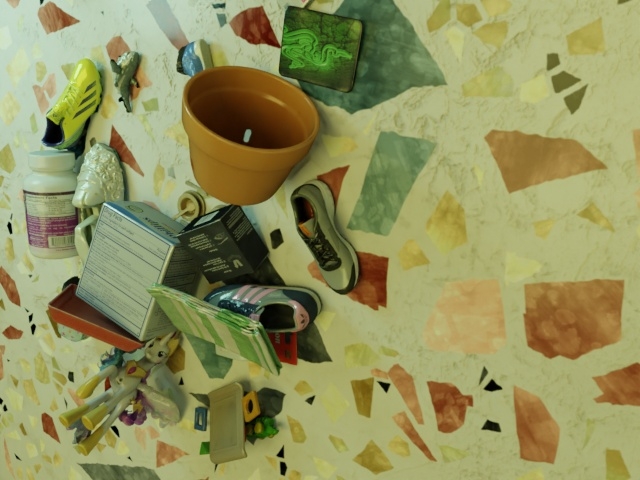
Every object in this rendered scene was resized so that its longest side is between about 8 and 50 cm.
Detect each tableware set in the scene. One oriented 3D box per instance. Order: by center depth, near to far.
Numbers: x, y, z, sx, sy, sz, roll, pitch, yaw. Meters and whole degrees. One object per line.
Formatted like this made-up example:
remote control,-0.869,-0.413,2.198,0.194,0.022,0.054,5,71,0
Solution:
tableware set,-0.303,-0.067,1.574,0.194,0.039,0.128,24,114,24

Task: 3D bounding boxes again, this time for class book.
book,-0.040,-0.555,1.286,0.144,0.035,0.096,-38,85,34

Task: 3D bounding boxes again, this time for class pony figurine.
pony figurine,-0.548,0.426,1.716,0.303,0.363,0.351,38,136,10

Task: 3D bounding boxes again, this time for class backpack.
backpack,-0.746,0.221,1.882,0.152,0.115,0.181,24,117,22

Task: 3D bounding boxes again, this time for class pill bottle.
pill bottle,-0.779,-0.109,1.780,0.169,0.169,0.301,11,108,29

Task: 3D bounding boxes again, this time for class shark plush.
shark plush,-0.515,-0.420,1.606,0.067,0.073,0.161,6,103,-1

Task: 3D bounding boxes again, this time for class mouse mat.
mouse mat,-0.004,-0.412,1.303,0.190,0.007,0.152,21,118,23

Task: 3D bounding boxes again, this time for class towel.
towel,-0.255,0.219,1.480,0.325,0.038,0.247,17,150,23

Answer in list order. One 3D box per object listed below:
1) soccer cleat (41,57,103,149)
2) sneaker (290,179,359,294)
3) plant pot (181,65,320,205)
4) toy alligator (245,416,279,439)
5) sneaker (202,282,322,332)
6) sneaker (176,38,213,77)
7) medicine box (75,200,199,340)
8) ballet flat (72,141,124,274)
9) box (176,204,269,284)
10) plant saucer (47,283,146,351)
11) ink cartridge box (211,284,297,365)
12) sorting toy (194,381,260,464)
soccer cleat,-0.698,-0.372,1.688,0.093,0.121,0.289,42,120,16
sneaker,0.000,0.000,1.365,0.100,0.108,0.271,-21,93,32
plant pot,-0.166,-0.214,1.324,0.291,0.291,0.203,39,136,17
toy alligator,-0.179,0.511,1.650,0.190,0.056,0.051,-23,46,40
sneaker,-0.165,0.170,1.461,0.319,0.131,0.112,-6,104,19
sneaker,-0.305,-0.404,1.472,0.085,0.058,0.152,-9,94,27
medicine box,-0.483,0.076,1.633,0.264,0.149,0.289,28,105,23
ballet flat,-0.637,-0.070,1.727,0.147,0.147,0.408,10,107,29
box,-0.240,0.009,1.497,0.156,0.093,0.158,-16,114,34
plant saucer,-0.595,0.215,1.650,0.259,0.259,0.047,26,92,-12
ink cartridge box,-0.174,0.224,1.565,0.233,0.066,0.188,9,107,34
sorting toy,-0.245,0.499,1.651,0.348,0.047,0.195,-32,58,45
